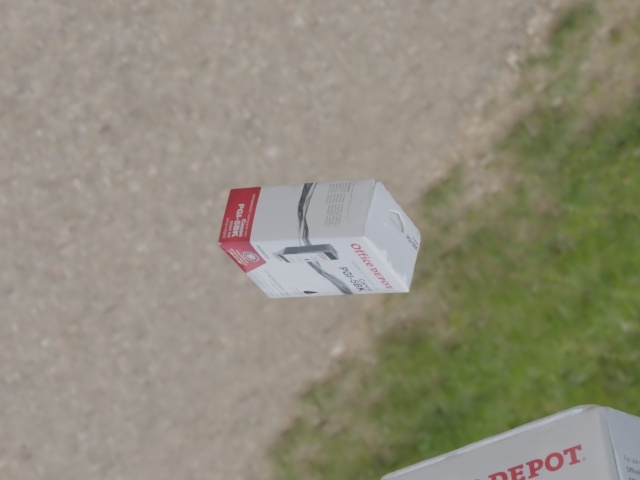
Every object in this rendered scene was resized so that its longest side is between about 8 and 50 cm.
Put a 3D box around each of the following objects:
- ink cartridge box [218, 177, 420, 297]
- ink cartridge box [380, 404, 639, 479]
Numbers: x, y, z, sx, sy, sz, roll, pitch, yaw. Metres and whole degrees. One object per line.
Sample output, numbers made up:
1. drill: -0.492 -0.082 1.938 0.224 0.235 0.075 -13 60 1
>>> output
1. ink cartridge box: 0.000 0.000 1.466 0.135 0.056 0.099 -4 149 28
2. ink cartridge box: 0.178 0.305 1.336 0.223 0.308 0.129 -25 152 34
